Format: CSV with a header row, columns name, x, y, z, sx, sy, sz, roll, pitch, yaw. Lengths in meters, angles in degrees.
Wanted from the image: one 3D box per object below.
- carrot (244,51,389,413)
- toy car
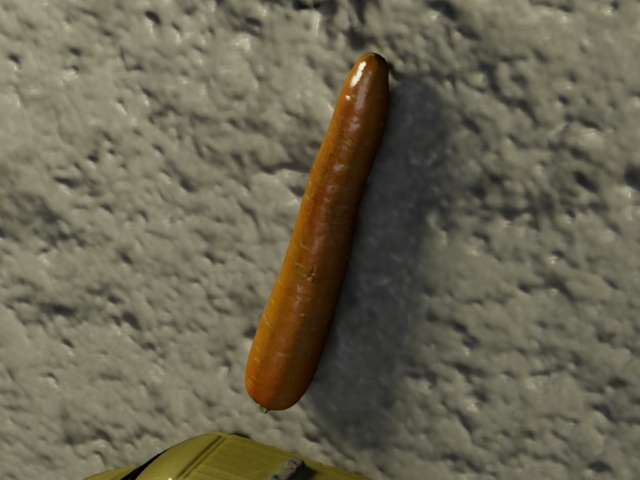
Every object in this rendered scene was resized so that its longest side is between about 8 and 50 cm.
name,x,y,z,sx,sy,sz,roll,pitch,yaw
carrot,0.000,0.000,1.148,0.043,0.043,0.247,26,121,15
toy car,-0.056,0.188,1.230,0.257,0.101,0.124,16,115,18
